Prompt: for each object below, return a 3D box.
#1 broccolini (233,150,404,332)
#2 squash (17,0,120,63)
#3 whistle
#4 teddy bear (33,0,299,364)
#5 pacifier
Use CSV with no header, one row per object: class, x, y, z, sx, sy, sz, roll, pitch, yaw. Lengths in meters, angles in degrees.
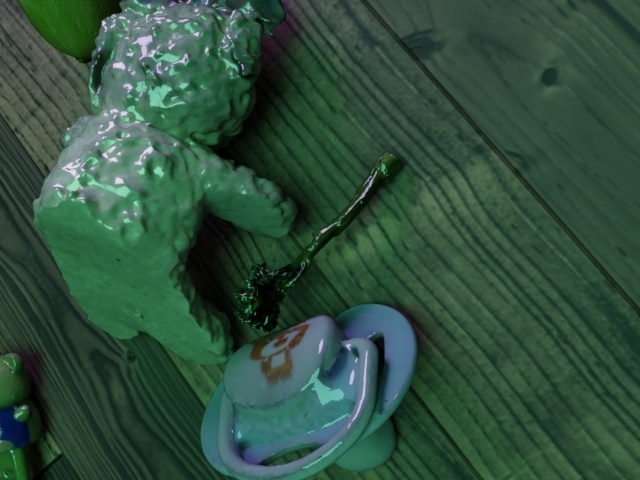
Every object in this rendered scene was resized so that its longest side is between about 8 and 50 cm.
broccolini,-0.006,-0.005,0.764,0.058,0.071,0.254,38,82,11
squash,-0.327,-0.344,0.838,0.133,0.132,0.247,-2,128,23
whistle,-0.460,0.264,0.980,0.105,0.085,0.227,-9,90,27
teddy bear,-0.164,-0.098,0.825,0.328,0.375,0.362,14,57,20
pacifier,0.002,0.198,0.757,0.279,0.227,0.207,-23,124,23
